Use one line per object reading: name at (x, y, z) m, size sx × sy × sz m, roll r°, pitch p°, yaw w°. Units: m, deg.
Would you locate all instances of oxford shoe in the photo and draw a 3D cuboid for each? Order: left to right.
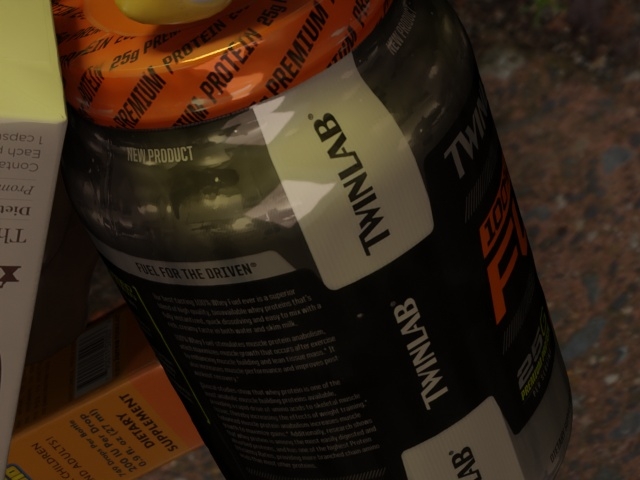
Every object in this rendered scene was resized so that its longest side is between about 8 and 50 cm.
oxford shoe at (-0.157, -0.039, 0.744) m, size 0.096 × 0.083 × 0.227 m, roll -17°, pitch 126°, yaw -43°

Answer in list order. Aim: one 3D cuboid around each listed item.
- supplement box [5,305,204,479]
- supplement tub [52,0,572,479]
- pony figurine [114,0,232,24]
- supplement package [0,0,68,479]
supplement box at (-0.175, 0.125, 0.855) m, size 0.233 × 0.080 × 0.078 m, roll -27°, pitch 124°, yaw 14°
supplement tub at (0.000, 0.000, 0.708) m, size 0.207 × 0.207 × 0.338 m, roll -19°, pitch 128°, yaw 5°
pony figurine at (0.055, -0.241, 0.418) m, size 0.351 × 0.303 × 0.363 m, roll -8°, pitch 148°, yaw -1°
supplement package at (-0.196, 0.005, 0.588) m, size 0.139 × 0.134 × 0.244 m, roll 3°, pitch 129°, yaw -19°
